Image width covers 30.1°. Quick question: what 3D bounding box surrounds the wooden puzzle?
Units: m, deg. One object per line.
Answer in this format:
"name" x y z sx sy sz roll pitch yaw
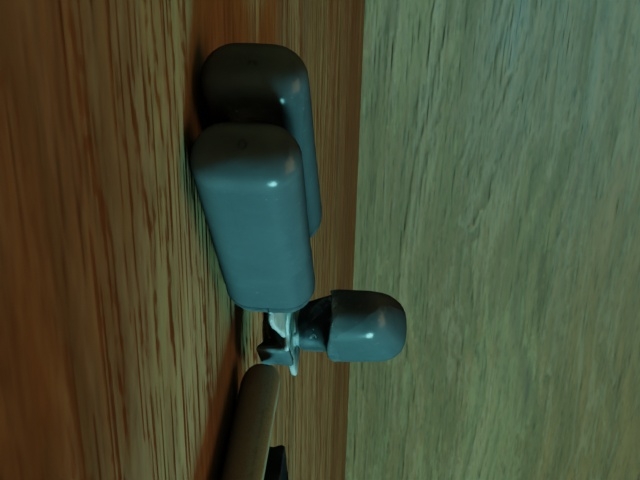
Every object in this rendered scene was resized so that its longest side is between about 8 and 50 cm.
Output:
"wooden puzzle" -0.037 0.224 0.655 0.221 0.044 0.238 -81 174 -54

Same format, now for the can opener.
"can opener" 0.000 0.000 0.603 0.283 0.095 0.076 85 9 -68
